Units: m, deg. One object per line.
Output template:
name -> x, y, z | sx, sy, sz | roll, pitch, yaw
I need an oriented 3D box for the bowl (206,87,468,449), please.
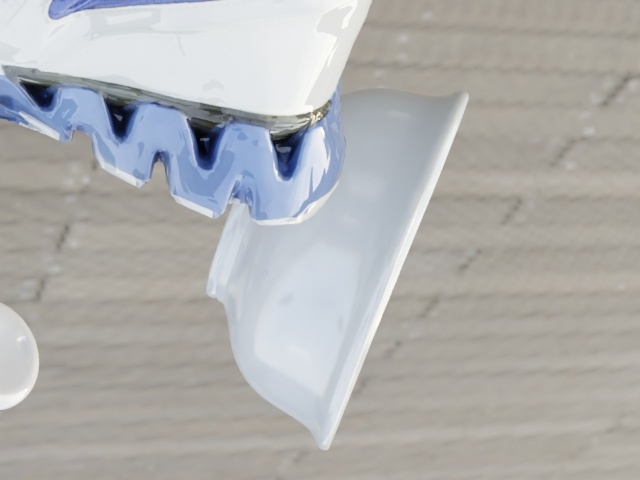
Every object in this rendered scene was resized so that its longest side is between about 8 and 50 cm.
bowl -> 0.000, 0.000, 1.395 | 0.134, 0.298, 0.298 | 23, 153, 4

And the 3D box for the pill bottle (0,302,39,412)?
pill bottle -> -0.390, 0.145, 1.851 | 0.117, 0.117, 0.215 | 13, 150, -41

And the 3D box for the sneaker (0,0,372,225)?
sneaker -> -0.104, -0.134, 0.686 | 0.315, 0.127, 0.182 | 14, 119, -23
